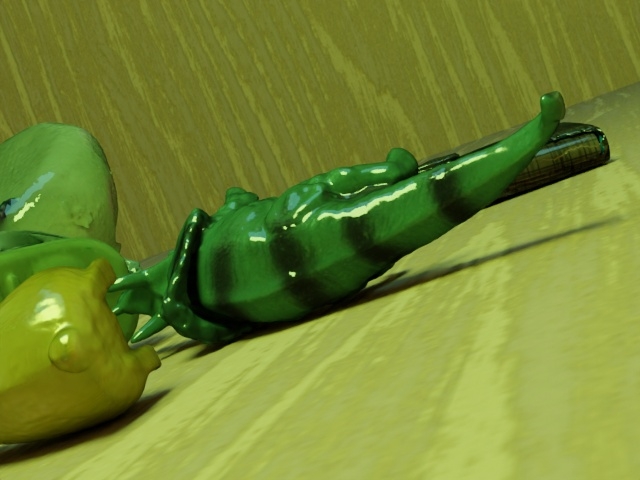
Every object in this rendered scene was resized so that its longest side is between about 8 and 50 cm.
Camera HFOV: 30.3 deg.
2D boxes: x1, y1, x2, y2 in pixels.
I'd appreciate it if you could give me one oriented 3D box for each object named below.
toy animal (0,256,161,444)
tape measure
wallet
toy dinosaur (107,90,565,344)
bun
[{"bbox_3d":[-0.155,0.068,0.508,0.159,0.070,0.083,-24,4,13],"label":"toy animal"},{"bbox_3d":[-0.205,0.049,0.711,0.175,0.106,0.200,-14,5,32],"label":"tape measure"},{"bbox_3d":[0.097,-0.041,0.905,0.230,0.042,0.124,-21,7,1],"label":"wallet"},{"bbox_3d":[0.005,-0.005,0.625,0.292,0.079,0.120,-22,8,22],"label":"toy dinosaur"},{"bbox_3d":[-0.323,0.016,1.283,0.293,0.187,0.293,-26,29,16],"label":"bun"}]
